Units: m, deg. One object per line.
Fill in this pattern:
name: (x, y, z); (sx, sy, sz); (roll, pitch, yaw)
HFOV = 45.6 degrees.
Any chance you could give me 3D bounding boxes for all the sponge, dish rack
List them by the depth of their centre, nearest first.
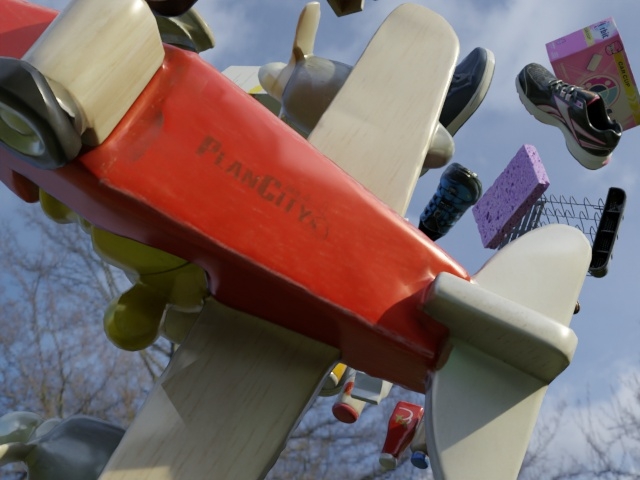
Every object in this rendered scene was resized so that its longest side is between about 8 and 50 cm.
sponge: (0.392, -0.088, 1.582); (0.031, 0.117, 0.210); (11, -43, -20)
dish rack: (0.532, -0.021, 1.701); (0.271, 0.208, 0.074); (7, -28, 36)

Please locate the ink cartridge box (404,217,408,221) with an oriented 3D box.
ink cartridge box: (0.053, 0.001, 1.542); (0.219, 0.092, 0.160); (6, -12, -12)

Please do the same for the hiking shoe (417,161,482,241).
hiking shoe: (0.323, -0.080, 1.932); (0.113, 0.132, 0.304); (32, -23, 11)

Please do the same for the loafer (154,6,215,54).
loafer: (-0.286, -0.348, 1.205); (0.268, 0.092, 0.102); (27, -14, 20)

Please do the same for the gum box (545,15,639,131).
gum box: (0.447, -0.248, 1.225); (0.107, 0.062, 0.188); (-20, -52, 23)

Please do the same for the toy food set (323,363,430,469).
toy food set: (0.086, 0.231, 1.004); (0.232, 0.104, 0.111); (12, -44, 24)

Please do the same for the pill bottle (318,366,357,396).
pill bottle: (0.008, 0.200, 1.543); (0.161, 0.161, 0.283); (-1, -29, -2)

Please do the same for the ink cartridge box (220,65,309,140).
ink cartridge box: (-0.073, -0.205, 1.346); (0.232, 0.168, 0.171); (4, -61, 13)

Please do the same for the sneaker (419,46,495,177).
sneaker: (0.148, -0.226, 1.139); (0.163, 0.086, 0.226); (34, -87, -22)

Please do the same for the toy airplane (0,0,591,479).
toy airplane: (-0.031, 0.017, 0.492); (0.386, 0.384, 0.272); (-10, -14, -28)

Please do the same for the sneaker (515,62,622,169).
sneaker: (0.353, -0.189, 1.057); (0.072, 0.178, 0.077); (-34, -16, -27)

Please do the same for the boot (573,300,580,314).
boot: (0.417, 0.094, 1.402); (0.114, 0.106, 0.037); (10, -58, -48)

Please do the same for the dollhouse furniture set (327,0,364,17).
dollhouse furniture set: (0.071, -0.340, 0.792); (0.182, 0.101, 0.161); (-6, -31, 29)
